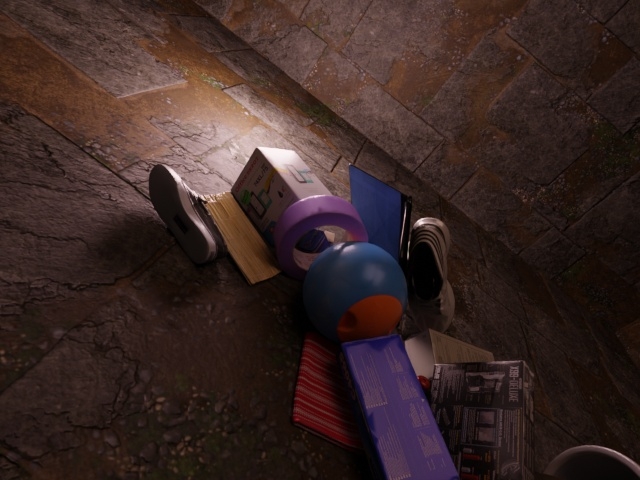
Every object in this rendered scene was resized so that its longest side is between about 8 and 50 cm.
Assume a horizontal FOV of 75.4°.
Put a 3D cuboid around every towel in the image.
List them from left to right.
[{"bbox_3d":[0.031,0.365,1.032,0.199,0.031,0.275,31,30,-14],"label":"towel"}]

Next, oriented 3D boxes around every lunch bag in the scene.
[{"bbox_3d":[-0.024,0.012,1.373,0.098,0.067,0.065,-56,139,-29],"label":"lunch bag"}]

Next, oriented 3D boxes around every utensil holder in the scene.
[{"bbox_3d":[0.839,0.784,1.091,0.385,0.327,0.327,33,29,-15],"label":"utensil holder"}]

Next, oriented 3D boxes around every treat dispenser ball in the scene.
[{"bbox_3d":[0.094,0.144,1.146,0.288,0.288,0.288,29,31,-19],"label":"treat dispenser ball"}]

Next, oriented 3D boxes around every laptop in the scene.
[{"bbox_3d":[0.185,0.015,1.432,0.236,0.382,0.407,6,49,14],"label":"laptop"}]

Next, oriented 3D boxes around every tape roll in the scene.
[{"bbox_3d":[0.000,0.000,1.248,0.275,0.274,0.090,21,31,-30],"label":"tape roll"}]

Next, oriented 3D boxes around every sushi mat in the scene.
[{"bbox_3d":[-0.239,-0.014,1.219,0.316,0.019,0.151,54,30,11],"label":"sushi mat"}]

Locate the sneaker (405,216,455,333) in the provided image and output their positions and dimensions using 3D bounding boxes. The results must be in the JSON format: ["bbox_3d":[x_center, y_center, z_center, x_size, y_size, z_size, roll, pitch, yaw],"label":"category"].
[{"bbox_3d":[0.332,0.174,1.344,0.169,0.447,0.257,2,26,25],"label":"sneaker"}]

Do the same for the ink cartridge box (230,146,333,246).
[{"bbox_3d":[-0.123,-0.149,1.396,0.270,0.198,0.197,51,31,21],"label":"ink cartridge box"}]

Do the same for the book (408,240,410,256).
[{"bbox_3d":[0.431,0.057,1.860,0.035,0.096,0.144,24,32,-28],"label":"book"}]

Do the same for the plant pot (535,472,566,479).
[{"bbox_3d":[0.455,0.698,0.825,0.280,0.323,0.323,-17,60,-38],"label":"plant pot"}]

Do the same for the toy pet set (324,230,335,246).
[{"bbox_3d":[0.004,0.024,1.470,0.122,0.065,0.114,19,66,-17],"label":"toy pet set"}]

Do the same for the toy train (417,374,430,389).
[{"bbox_3d":[0.177,0.406,1.082,0.143,0.105,0.248,38,27,19],"label":"toy train"}]

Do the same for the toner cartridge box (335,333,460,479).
[{"bbox_3d":[0.165,0.399,0.966,0.165,0.075,0.347,-5,51,-17],"label":"toner cartridge box"}]

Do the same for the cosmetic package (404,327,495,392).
[{"bbox_3d":[0.426,0.410,1.318,0.310,0.113,0.160,24,45,-25],"label":"cosmetic package"}]

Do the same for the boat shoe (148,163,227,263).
[{"bbox_3d":[-0.351,-0.077,1.121,0.306,0.113,0.105,51,24,14],"label":"boat shoe"}]

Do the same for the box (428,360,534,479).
[{"bbox_3d":[0.379,0.446,1.001,0.076,0.242,0.307,48,45,-28],"label":"box"}]

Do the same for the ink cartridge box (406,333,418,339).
[{"bbox_3d":[0.353,0.354,1.422,0.115,0.029,0.062,10,41,-42],"label":"ink cartridge box"}]
